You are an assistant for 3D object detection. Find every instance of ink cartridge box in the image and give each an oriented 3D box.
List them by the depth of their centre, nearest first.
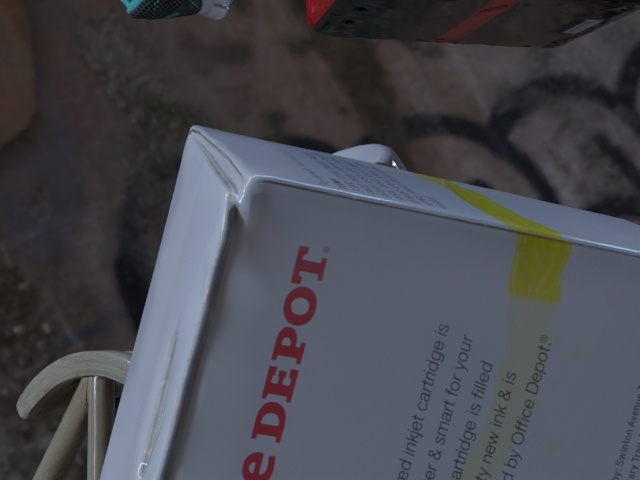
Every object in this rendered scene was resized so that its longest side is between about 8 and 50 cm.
[{"bbox_3d":[0.082,0.111,0.867,0.385,0.279,0.160,12,11,-19],"label":"ink cartridge box"}]

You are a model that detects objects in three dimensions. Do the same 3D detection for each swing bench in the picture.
[{"bbox_3d":[-0.090,0.184,1.083,0.165,0.254,0.253,24,14,41],"label":"swing bench"}]

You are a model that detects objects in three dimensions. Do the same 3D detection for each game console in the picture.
[{"bbox_3d":[0.168,-0.278,1.692,0.342,0.060,0.386,1,0,-7],"label":"game console"}]

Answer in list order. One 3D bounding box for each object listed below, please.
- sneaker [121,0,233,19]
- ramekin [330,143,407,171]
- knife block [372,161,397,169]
[{"bbox_3d":[-0.099,-0.201,0.900,0.076,0.065,0.166,-15,-50,-12],"label":"sneaker"},{"bbox_3d":[0.000,0.000,1.712,0.277,0.135,0.277,-25,15,7],"label":"ramekin"},{"bbox_3d":[-0.017,0.029,1.453,0.242,0.275,0.088,-24,-3,13],"label":"knife block"}]
